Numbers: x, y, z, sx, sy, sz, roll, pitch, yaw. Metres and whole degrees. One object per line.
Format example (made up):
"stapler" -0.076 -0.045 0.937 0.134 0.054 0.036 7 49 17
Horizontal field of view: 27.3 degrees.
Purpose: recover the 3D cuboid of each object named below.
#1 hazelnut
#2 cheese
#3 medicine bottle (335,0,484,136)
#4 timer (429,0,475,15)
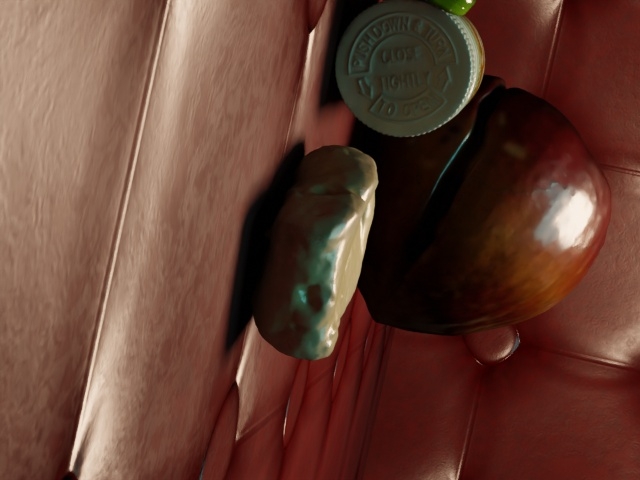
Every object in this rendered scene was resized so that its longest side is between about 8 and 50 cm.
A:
"hazelnut" 0.236 -0.038 1.951 0.429 0.402 0.402 120 -15 -77
"cheese" -0.002 -0.001 1.327 0.263 0.093 0.159 -64 167 -66
"medicine bottle" 0.117 -0.214 1.600 0.318 0.158 0.158 -46 148 -77
"timer" 0.109 -0.308 1.433 0.047 0.140 0.128 -47 -146 26
